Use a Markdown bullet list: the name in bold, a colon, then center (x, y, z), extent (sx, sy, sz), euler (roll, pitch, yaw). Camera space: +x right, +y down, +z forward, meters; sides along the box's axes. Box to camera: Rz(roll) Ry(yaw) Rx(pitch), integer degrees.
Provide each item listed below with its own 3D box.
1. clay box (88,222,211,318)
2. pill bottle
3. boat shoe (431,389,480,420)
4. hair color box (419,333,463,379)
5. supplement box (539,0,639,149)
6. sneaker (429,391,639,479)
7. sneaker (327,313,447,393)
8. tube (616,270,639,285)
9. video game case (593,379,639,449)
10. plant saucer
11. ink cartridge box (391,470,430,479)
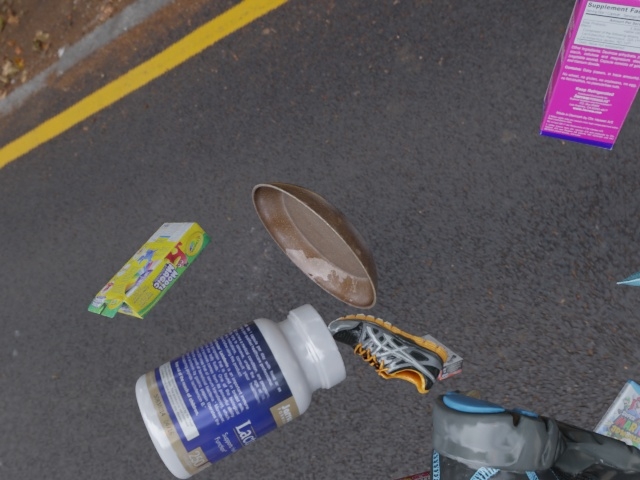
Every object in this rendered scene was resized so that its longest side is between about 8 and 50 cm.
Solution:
- **clay box**: center (-0.314, 0.060, 0.981), extent (0.127, 0.053, 0.222), euler (2, 48, 48)
- **pill bottle**: center (-0.107, 0.202, 0.759), extent (0.265, 0.153, 0.153), euler (-26, 57, -13)
- **boat shoe**: center (0.440, 0.560, 1.783), extent (0.092, 0.285, 0.102), euler (-9, 87, 40)
- **hair color box**: center (0.371, 0.378, 1.747), extent (0.167, 0.093, 0.053), euler (33, 129, 54)
- **supplement box**: center (0.406, -0.262, 0.776), extent (0.114, 0.220, 0.111), euler (16, 45, 14)
- **sneaker**: center (0.211, 0.242, 0.522), extent (0.125, 0.341, 0.139), euler (-1, 71, 52)
- **sneaker**: center (0.111, 0.194, 0.931), extent (0.215, 0.084, 0.083), euler (19, 60, 8)
- **tube**: center (0.372, 0.024, 0.510), extent (0.080, 0.207, 0.052), euler (-29, 72, 51)
- **video game case**: center (0.668, 0.403, 1.158), extent (0.119, 0.015, 0.166), euler (37, 86, -4)
- **plant saucer**: center (0.000, 0.000, 0.640), extent (0.199, 0.198, 0.036), euler (32, 66, 36)
- **ink cartridge box**: center (0.302, 0.485, 0.892), extent (0.272, 0.310, 0.130), euler (-171, 73, -78)
